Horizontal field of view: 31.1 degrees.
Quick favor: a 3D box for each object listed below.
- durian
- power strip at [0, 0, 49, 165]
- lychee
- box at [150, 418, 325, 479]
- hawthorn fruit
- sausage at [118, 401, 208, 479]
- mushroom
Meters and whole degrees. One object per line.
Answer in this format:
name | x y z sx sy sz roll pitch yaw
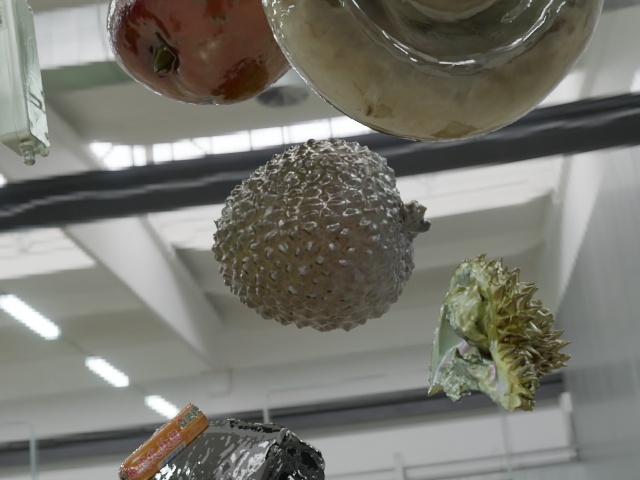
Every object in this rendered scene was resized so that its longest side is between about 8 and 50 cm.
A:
durian | 0.196 0.115 1.339 0.166 0.172 0.306 -37 10 -6
power strip | -0.521 -0.282 1.977 0.058 0.338 0.098 -13 -16 7
lychee | 0.000 0.000 2.221 0.432 0.381 0.380 -14 -19 11
box | -0.157 0.372 1.275 0.091 0.359 0.350 35 -27 -26
hawthorn fruit | -0.211 -0.422 2.118 0.402 0.403 0.403 -6 -18 -2
sausage | -0.148 0.193 1.060 0.107 0.031 0.031 -39 4 -37
mushroom | 0.117 -0.283 1.134 0.362 0.363 0.294 -3 -8 -11
